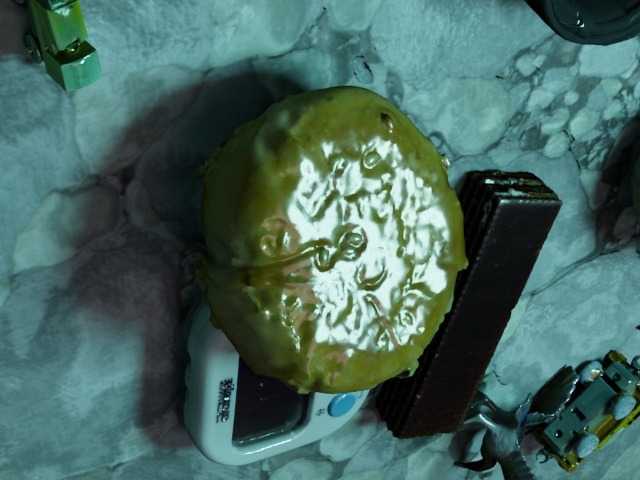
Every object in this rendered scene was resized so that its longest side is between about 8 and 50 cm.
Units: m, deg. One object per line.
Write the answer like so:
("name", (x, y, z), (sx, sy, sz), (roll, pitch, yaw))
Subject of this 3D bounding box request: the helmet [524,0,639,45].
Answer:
("helmet", (0.275, -0.325, 1.292), (0.230, 0.160, 0.279), (-50, 150, 11))

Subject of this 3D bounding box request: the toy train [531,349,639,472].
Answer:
("toy train", (0.407, 0.256, 1.911), (0.219, 0.089, 0.127), (-46, 147, 6))

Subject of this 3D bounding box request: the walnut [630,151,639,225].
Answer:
("walnut", (0.520, -0.063, 1.626), (0.248, 0.248, 0.248), (-18, 133, -21))

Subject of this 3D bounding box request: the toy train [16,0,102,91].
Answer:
("toy train", (-0.231, -0.189, 1.118), (0.050, 0.081, 0.122), (-27, 136, -22))

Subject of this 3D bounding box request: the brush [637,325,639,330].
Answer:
("brush", (0.502, 0.126, 1.923), (0.083, 0.008, 0.024), (-5, 130, -32))

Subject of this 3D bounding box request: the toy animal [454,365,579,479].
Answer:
("toy animal", (0.255, 0.270, 1.809), (0.160, 0.197, 0.272), (53, 44, -31))

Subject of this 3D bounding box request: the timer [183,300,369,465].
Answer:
("timer", (-0.046, 0.134, 1.502), (0.237, 0.087, 0.262), (-13, 130, -26))

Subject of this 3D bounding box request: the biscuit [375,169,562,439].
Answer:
("biscuit", (0.180, 0.090, 1.630), (0.107, 0.073, 0.388), (-1, 125, -32))

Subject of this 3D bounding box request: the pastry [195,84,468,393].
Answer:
("pastry", (0.000, 0.000, 1.321), (0.284, 0.184, 0.315), (-22, 108, -27))
